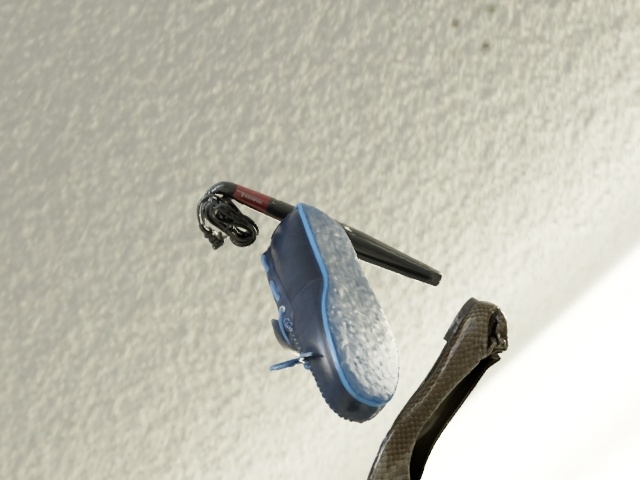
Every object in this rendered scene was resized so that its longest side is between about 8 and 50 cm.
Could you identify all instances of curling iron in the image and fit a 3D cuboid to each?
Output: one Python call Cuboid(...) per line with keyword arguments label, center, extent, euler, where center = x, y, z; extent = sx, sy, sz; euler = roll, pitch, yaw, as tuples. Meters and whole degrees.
Cuboid(label="curling iron", center=(0.000, 0.000, 1.411), extent=(0.274, 0.035, 0.068), euler=(15, -56, -21))

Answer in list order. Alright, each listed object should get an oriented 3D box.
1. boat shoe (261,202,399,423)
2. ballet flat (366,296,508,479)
Cuboid(label="boat shoe", center=(0.005, 0.077, 1.272), extent=(0.109, 0.258, 0.089), euler=(33, -65, -28))
Cuboid(label="ballet flat", center=(0.116, 0.171, 1.376), extent=(0.058, 0.250, 0.084), euler=(27, -13, 19))
